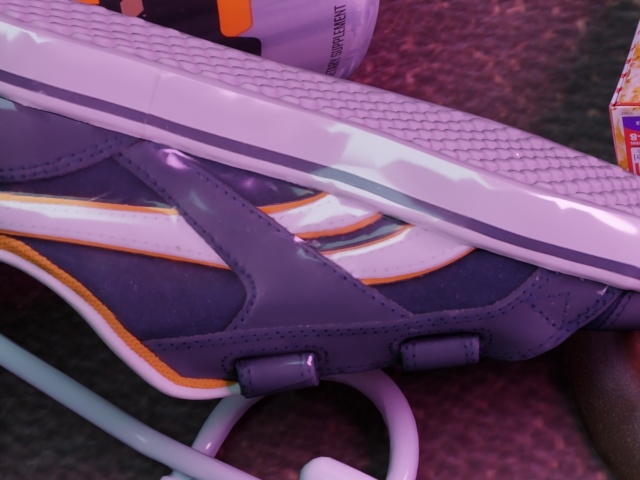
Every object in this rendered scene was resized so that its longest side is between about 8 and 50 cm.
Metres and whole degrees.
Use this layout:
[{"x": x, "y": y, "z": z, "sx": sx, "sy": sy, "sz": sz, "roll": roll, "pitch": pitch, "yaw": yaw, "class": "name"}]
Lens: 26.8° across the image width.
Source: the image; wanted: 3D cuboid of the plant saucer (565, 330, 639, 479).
[{"x": 0.197, "y": 0.031, "z": 0.554, "sx": 0.198, "sy": 0.036, "sz": 0.199, "roll": -11, "pitch": 55, "yaw": 16, "class": "plant saucer"}]

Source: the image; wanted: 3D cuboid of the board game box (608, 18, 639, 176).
[{"x": 0.236, "y": -0.085, "z": 0.580, "sx": 0.193, "sy": 0.045, "sz": 0.147, "roll": 3, "pitch": 42, "yaw": 25, "class": "board game box"}]

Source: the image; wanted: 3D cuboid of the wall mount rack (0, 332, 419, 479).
[{"x": -0.124, "y": 0.157, "z": 0.553, "sx": 0.304, "sy": 0.130, "sz": 0.350, "roll": 18, "pitch": 67, "yaw": 32, "class": "wall mount rack"}]

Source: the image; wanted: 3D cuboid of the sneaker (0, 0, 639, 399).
[{"x": 0.000, "y": 0.000, "z": 0.543, "sx": 0.321, "sy": 0.126, "sz": 0.127, "roll": 16, "pitch": 105, "yaw": -1, "class": "sneaker"}]

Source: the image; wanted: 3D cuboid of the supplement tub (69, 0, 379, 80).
[{"x": -0.159, "y": -0.127, "z": 0.640, "sx": 0.338, "sy": 0.207, "sz": 0.207, "roll": -20, "pitch": 49, "yaw": -18, "class": "supplement tub"}]
